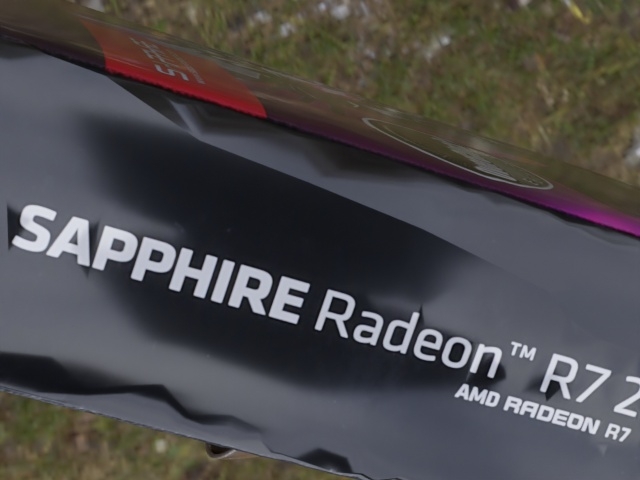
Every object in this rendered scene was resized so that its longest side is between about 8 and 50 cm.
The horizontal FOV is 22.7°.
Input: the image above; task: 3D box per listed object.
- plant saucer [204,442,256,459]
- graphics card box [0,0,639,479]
[{"bbox_3d":[-0.001,0.043,0.804,0.029,0.168,0.168,33,116,-13],"label":"plant saucer"},{"bbox_3d":[0.000,0.000,0.508,0.370,0.233,0.094,17,97,-16],"label":"graphics card box"}]
